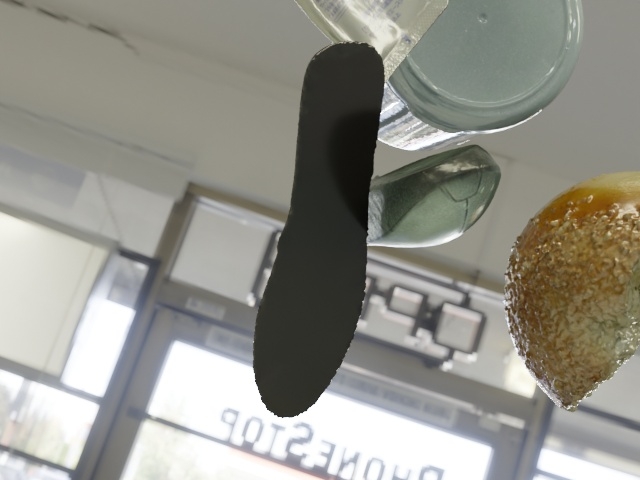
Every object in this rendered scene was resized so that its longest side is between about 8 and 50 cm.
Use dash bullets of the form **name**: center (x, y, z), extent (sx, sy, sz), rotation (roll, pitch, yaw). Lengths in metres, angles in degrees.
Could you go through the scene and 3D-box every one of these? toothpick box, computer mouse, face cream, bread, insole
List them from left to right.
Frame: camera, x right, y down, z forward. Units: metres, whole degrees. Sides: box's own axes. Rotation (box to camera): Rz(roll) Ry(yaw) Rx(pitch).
- **face cream**: center (-0.003, -0.232, 0.896), extent (0.224, 0.114, 0.070), rotation (45, -26, -14)
- **insole**: center (0.000, 0.000, 0.907), extent (0.109, 0.322, 0.007), rotation (-8, 26, -36)
- **computer mouse**: center (0.082, -0.029, 0.970), extent (0.113, 0.068, 0.229), rotation (-23, 4, -15)
- **toothpick box**: center (0.130, -0.234, 1.360), extent (0.263, 0.263, 0.355), rotation (21, -5, -8)
- **bread**: center (0.300, 0.035, 1.225), extent (0.192, 0.171, 0.314), rotation (50, -49, 13)
